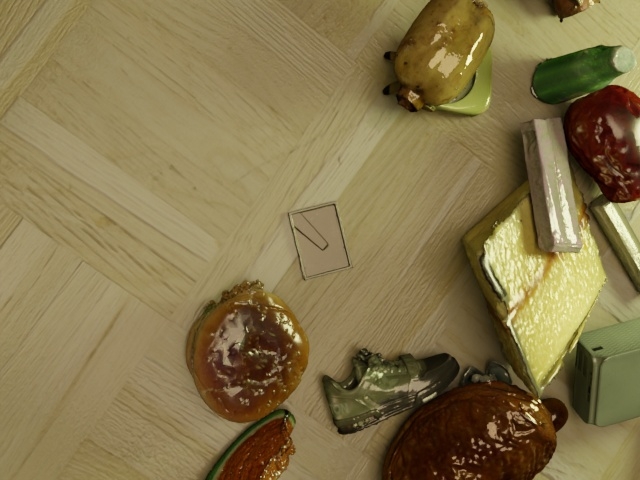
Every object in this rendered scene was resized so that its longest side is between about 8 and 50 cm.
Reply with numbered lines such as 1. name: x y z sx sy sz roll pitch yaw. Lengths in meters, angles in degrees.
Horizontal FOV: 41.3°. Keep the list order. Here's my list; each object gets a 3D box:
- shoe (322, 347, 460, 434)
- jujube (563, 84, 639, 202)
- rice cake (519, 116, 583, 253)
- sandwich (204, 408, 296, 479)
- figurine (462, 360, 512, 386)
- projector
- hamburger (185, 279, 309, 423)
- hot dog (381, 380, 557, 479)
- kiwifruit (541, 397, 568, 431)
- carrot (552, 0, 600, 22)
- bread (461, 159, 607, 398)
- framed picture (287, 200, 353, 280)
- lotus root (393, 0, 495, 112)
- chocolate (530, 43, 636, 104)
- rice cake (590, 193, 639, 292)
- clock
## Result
1. shoe: 0.138 0.278 1.768 0.293 0.109 0.149 -28 100 -5
2. jujube: 0.636 -0.207 1.842 0.190 0.190 0.255 -21 96 -10
3. rice cake: 0.484 -0.118 1.791 0.106 0.050 0.298 3 76 -38
4. sandwich: -0.121 0.448 1.709 0.079 0.159 0.235 54 55 -27
5. figurine: 0.356 0.311 1.826 0.086 0.082 0.094 -21 93 -32
6. projector: 0.676 0.275 1.842 0.250 0.108 0.198 -13 122 -9
7. hamburger: -0.142 0.220 1.706 0.243 0.146 0.286 9 86 -18
8. hot dog: 0.306 0.453 1.764 0.387 0.174 0.267 -43 101 7
9. kiwifruit: 0.484 0.393 1.856 0.124 0.075 0.075 -35 96 -6
10. carrot: 0.519 -0.616 1.847 0.101 0.102 0.263 -27 102 -10
11. bread: 0.487 0.056 1.790 0.405 0.242 0.346 -34 96 -5
12. framed picture: 0.000 0.000 1.797 0.109 0.011 0.149 -14 92 -11
13. lotus root: 0.244 -0.383 1.712 0.160 0.146 0.284 33 87 11
14. chocolate: 0.551 -0.352 1.766 0.110 0.291 0.110 0 92 -13
15. rice cake: 0.689 0.010 1.910 0.057 0.052 0.256 -33 96 -13
16. clock: 0.250 -0.356 1.821 0.231 0.069 0.170 2 89 -10
